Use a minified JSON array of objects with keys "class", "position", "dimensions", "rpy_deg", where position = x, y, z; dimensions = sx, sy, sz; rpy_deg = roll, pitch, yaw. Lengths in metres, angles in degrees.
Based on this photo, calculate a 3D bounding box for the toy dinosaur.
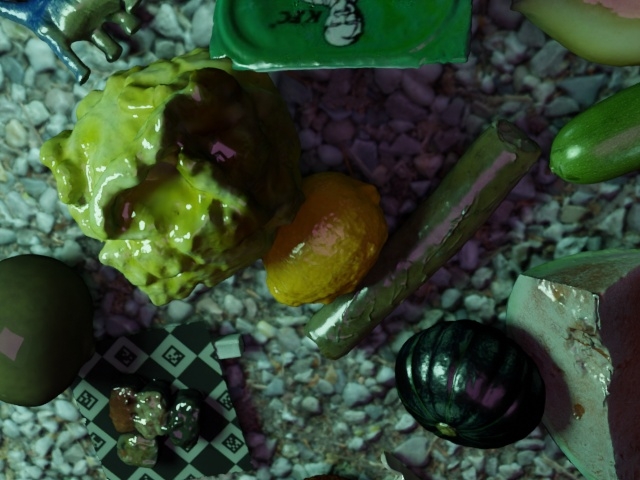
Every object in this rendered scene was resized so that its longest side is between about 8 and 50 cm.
[{"class":"toy dinosaur","position":[-0.292,-0.293,1.000],"dimensions":[0.188,0.075,0.248],"rpy_deg":[40,111,-3]}]

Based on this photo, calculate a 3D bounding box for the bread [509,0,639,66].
[{"class":"bread","position":[0.328,-0.351,0.910],"dimensions":[0.332,0.160,0.333],"rpy_deg":[3,111,7]}]

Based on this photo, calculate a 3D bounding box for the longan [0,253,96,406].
[{"class":"longan","position":[-0.366,0.110,1.085],"dimensions":[0.189,0.189,0.189],"rpy_deg":[0,109,1]}]

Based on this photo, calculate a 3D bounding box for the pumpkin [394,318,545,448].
[{"class":"pumpkin","position":[0.185,0.182,1.089],"dimensions":[0.150,0.194,0.194],"rpy_deg":[-44,103,-7]}]

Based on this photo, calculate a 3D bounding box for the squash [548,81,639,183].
[{"class":"squash","position":[0.440,-0.165,1.004],"dimensions":[0.378,0.101,0.101],"rpy_deg":[-22,107,11]}]

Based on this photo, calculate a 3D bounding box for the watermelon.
[{"class":"watermelon","position":[0.348,0.162,1.074],"dimensions":[0.223,0.180,0.305],"rpy_deg":[-9,110,20]}]

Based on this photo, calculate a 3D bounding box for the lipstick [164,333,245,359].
[{"class":"lipstick","position":[-0.155,0.144,1.161],"dimensions":[0.107,0.025,0.025],"rpy_deg":[-8,108,9]}]

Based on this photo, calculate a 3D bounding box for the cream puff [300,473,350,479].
[{"class":"cream puff","position":[0.010,0.385,1.207],"dimensions":[0.149,0.084,0.149],"rpy_deg":[2,111,5]}]

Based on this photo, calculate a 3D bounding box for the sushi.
[{"class":"sushi","position":[-0.226,0.237,1.168],"dimensions":[0.219,0.047,0.231],"rpy_deg":[-12,108,13]}]

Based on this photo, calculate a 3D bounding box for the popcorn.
[{"class":"popcorn","position":[-0.149,-0.068,0.947],"dimensions":[0.237,0.293,0.293],"rpy_deg":[7,113,36]}]

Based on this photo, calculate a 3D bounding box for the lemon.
[{"class":"lemon","position":[0.000,0.000,1.048],"dimensions":[0.142,0.142,0.187],"rpy_deg":[36,107,-10]}]

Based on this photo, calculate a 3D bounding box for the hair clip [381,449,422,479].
[{"class":"hair clip","position":[0.173,0.364,1.222],"dimensions":[0.226,0.034,0.072],"rpy_deg":[24,111,-8]}]

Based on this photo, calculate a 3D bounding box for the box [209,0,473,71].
[{"class":"box","position":[0.045,-0.308,0.897],"dimensions":[0.264,0.106,0.337],"rpy_deg":[3,76,21]}]

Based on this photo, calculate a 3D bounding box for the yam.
[{"class":"yam","position":[0.122,0.007,1.084],"dimensions":[0.083,0.083,0.371],"rpy_deg":[38,106,-11]}]
